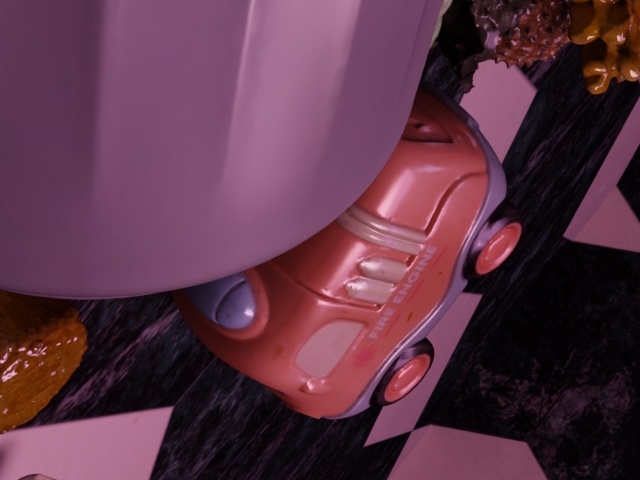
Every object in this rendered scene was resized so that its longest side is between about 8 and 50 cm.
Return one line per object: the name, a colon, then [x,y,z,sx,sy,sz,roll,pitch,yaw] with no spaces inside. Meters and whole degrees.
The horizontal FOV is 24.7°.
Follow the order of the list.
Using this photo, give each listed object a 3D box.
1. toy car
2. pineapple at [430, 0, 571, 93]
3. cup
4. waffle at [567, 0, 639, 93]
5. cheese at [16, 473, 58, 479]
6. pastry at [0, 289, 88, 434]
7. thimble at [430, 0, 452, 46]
toy car: [0.000,0.000,1.079,0.212,0.180,0.270,6,122,-56]
pineapple: [0.132,-0.197,1.173,0.130,0.119,0.277,-41,170,26]
cup: [-0.099,-0.143,0.401,0.323,0.236,0.327,-14,147,-22]
waffle: [0.259,-0.262,1.258,0.293,0.069,0.259,-34,115,-66]
cheese: [-0.272,0.257,0.976,0.249,0.071,0.163,-42,167,8]
pastry: [-0.186,0.071,0.871,0.097,0.057,0.109,-50,163,-12]
thimble: [-0.019,-0.133,0.765,0.219,0.150,0.219,-50,164,-20]
